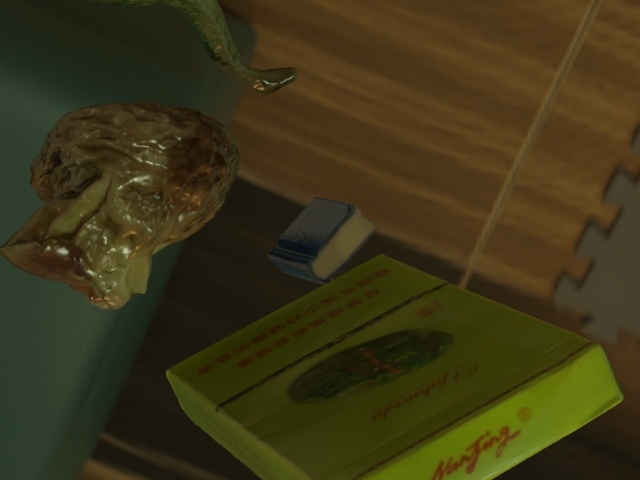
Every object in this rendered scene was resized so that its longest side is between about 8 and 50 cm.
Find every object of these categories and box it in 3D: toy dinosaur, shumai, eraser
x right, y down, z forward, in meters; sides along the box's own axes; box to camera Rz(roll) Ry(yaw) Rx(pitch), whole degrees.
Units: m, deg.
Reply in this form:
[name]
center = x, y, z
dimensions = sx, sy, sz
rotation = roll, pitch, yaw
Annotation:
[toy dinosaur]
center = -0.166, -0.185, 1.337
dimensions = 0.447, 0.087, 0.301
rotation = 1, 160, -26
[shumai]
center = -0.161, -0.021, 1.524
dimensions = 0.161, 0.153, 0.209
rotation = 35, 145, -30
[eraser]
center = 0.000, 0.000, 1.473
dimensions = 0.027, 0.084, 0.063
rotation = 45, 79, -21

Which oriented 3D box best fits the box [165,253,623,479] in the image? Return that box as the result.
[box]
center = 0.033, 0.092, 1.223
dimensions = 0.187, 0.335, 0.047
rotation = -27, 106, -14
